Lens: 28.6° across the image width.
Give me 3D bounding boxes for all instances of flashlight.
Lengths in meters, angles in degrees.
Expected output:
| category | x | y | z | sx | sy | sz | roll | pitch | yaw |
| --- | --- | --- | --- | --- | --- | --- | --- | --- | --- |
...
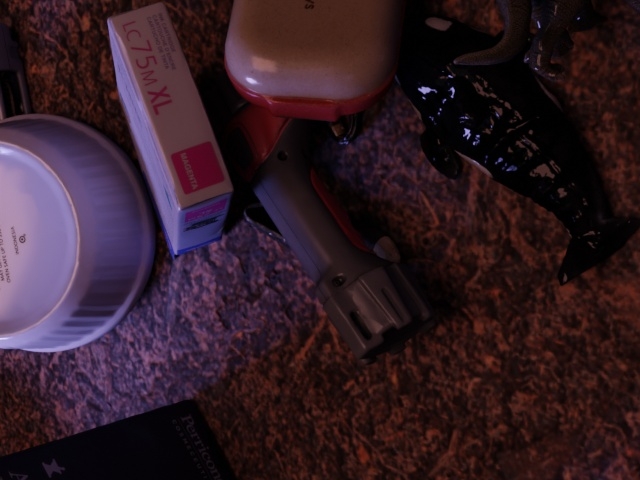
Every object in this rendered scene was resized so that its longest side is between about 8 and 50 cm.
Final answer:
| category | x | y | z | sx | sy | sz | roll | pitch | yaw |
| --- | --- | --- | --- | --- | --- | --- | --- | --- | --- |
| flashlight | -0.001 | -0.031 | 1.168 | 0.103 | 0.103 | 0.304 | -35 | 71 | 1 |

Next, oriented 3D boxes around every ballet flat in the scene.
| category | x | y | z | sx | sy | sz | roll | pitch | yaw |
| --- | --- | --- | --- | --- | --- | --- | --- | --- | --- |
| ballet flat | 0.000 | 0.000 | 1.227 | 0.173 | 0.049 | 0.057 | 19 | 104 | 29 |

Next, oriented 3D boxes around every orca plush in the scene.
| category | x | y | z | sx | sy | sz | roll | pitch | yaw |
| --- | --- | --- | --- | --- | --- | --- | --- | --- | --- |
| orca plush | 0.141 | -0.088 | 1.089 | 0.151 | 0.102 | 0.287 | -34 | 76 | 32 |

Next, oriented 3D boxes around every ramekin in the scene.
| category | x | y | z | sx | sy | sz | roll | pitch | yaw |
| --- | --- | --- | --- | --- | --- | --- | --- | --- | --- |
| ramekin | -0.325 | -0.005 | 1.357 | 0.273 | 0.127 | 0.272 | 1 | 94 | 15 |

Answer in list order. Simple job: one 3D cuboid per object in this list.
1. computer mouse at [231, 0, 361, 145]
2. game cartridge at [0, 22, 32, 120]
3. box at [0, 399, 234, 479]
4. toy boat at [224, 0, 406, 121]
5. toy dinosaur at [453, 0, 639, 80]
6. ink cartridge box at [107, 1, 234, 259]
| category | x | y | z | sx | sy | sz | roll | pitch | yaw |
| --- | --- | --- | --- | --- | --- | --- | --- | --- | --- |
| computer mouse | -0.031 | -0.198 | 1.232 | 0.071 | 0.041 | 0.242 | -39 | 74 | 30 |
| game cartridge | -0.419 | -0.091 | 1.503 | 0.198 | 0.062 | 0.297 | -12 | 89 | 31 |
| box | -0.244 | 0.364 | 1.227 | 0.212 | 0.395 | 0.293 | -39 | 75 | 30 |
| toy boat | 0.001 | -0.190 | 1.140 | 0.151 | 0.151 | 0.231 | 6 | 59 | 6 |
| toy dinosaur | 0.192 | -0.225 | 0.981 | 0.121 | 0.314 | 0.160 | 19 | 132 | 58 |
| ink cartridge box | -0.147 | -0.093 | 1.230 | 0.311 | 0.065 | 0.185 | 131 | 119 | -76 |
